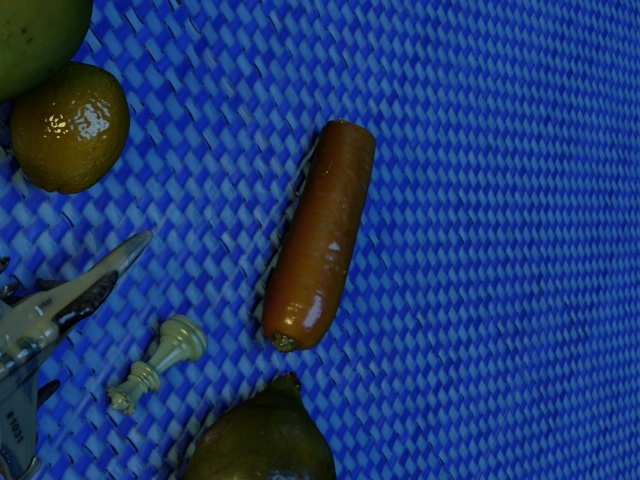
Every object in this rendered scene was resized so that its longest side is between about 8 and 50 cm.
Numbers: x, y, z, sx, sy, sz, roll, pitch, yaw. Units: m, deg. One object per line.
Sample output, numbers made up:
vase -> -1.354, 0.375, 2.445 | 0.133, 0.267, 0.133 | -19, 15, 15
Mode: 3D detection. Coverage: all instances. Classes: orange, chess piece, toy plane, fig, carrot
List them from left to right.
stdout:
toy plane -> -0.204, 0.063, 0.813 | 0.262, 0.088, 0.192 | -54, 137, -51
orange -> -0.176, -0.079, 0.839 | 0.085, 0.085, 0.095 | 18, 96, -52
chess piece -> -0.131, 0.101, 0.939 | 0.093, 0.042, 0.042 | -45, 125, -34
fig -> -0.034, 0.176, 0.998 | 0.133, 0.127, 0.184 | 49, 56, -25
carrot -> 0.000, 0.000, 1.085 | 0.067, 0.067, 0.225 | 40, 58, -45

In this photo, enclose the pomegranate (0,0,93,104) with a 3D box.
pomegranate -> -0.231, -0.146, 0.709 | 0.210, 0.179, 0.179 | -51, 134, -5
